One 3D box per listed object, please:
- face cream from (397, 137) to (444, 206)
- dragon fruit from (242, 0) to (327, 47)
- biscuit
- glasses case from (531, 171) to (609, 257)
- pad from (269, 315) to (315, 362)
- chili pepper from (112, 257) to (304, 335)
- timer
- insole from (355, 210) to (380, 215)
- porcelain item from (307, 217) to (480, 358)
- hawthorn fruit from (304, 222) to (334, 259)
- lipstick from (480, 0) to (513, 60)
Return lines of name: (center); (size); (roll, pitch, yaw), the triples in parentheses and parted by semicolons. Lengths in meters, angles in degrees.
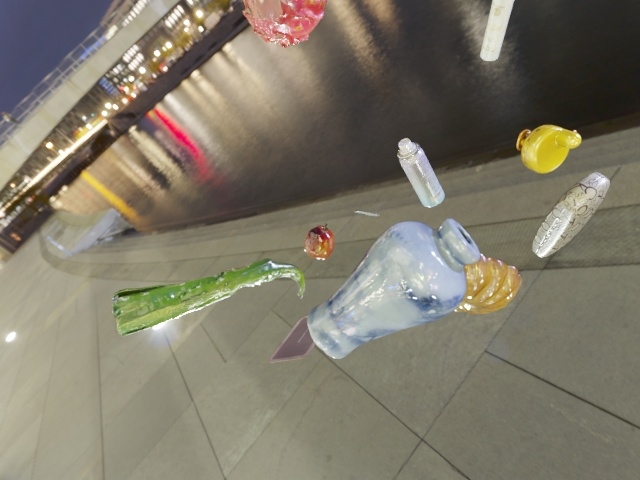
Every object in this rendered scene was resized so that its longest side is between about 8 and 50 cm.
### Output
face cream: (0.293, -0.202, 1.263); (0.075, 0.229, 0.075); (-24, 36, 19)
dragon fruit: (-0.131, -0.660, 1.228); (0.189, 0.261, 0.163); (-30, -39, -77)
biscuit: (0.352, 0.119, 1.125); (0.325, 0.325, 0.107); (-11, 59, 46)
glasses case: (0.691, -0.059, 1.200); (0.137, 0.355, 0.085); (-35, 62, -8)
pad: (-0.059, 0.331, 1.491); (0.176, 0.002, 0.266); (-18, 17, 33)
chili pepper: (-0.197, 0.098, 0.806); (0.358, 0.085, 0.076); (-11, -20, -17)
timer: (0.507, -0.201, 0.946); (0.107, 0.107, 0.109); (-41, 33, 4)
insole: (0.187, -0.107, 1.694); (0.045, 0.134, 0.002); (-4, 82, 48)
porcelain item: (0.098, 0.069, 0.604); (0.259, 0.141, 0.141); (-38, 27, 25)
hawthorn fruit: (-0.003, 0.006, 0.957); (0.077, 0.077, 0.077); (-32, 29, 21)
lipstick: (0.519, -0.655, 1.236); (0.059, 0.264, 0.059); (-3, 54, 4)
